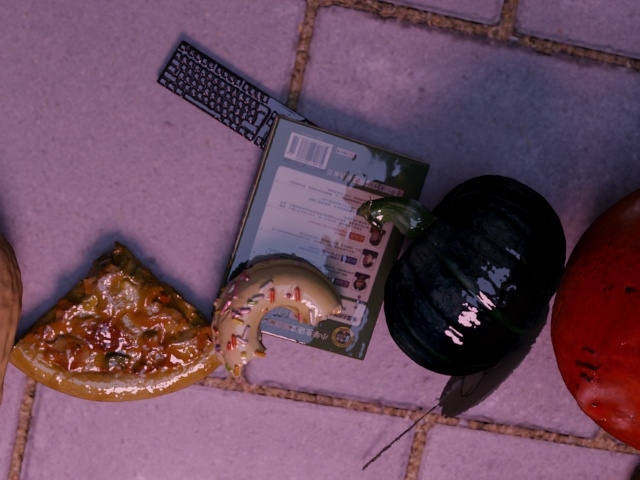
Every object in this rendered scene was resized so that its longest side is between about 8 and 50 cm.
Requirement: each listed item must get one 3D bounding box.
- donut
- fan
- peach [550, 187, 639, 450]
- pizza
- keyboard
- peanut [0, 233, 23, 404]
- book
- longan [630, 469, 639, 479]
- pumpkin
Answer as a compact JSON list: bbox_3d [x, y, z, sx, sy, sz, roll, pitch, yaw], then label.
[{"bbox_3d":[-0.060,0.081,1.352,0.166,0.065,0.108,-28,102,-7],"label":"donut"},{"bbox_3d":[0.159,0.186,1.393,0.009,0.191,0.329,43,114,-7],"label":"fan"},{"bbox_3d":[0.441,0.098,1.303,0.370,0.370,0.370,-1,98,-7],"label":"peach"},{"bbox_3d":[-0.241,0.102,1.372,0.292,0.058,0.197,4,97,-8],"label":"pizza"},{"bbox_3d":[-0.096,-0.163,1.376,0.204,0.013,0.061,32,94,-11],"label":"keyboard"},{"bbox_3d":[-0.429,0.100,1.301,0.174,0.158,0.340,19,93,34],"label":"peanut"},{"bbox_3d":[0.000,0.000,1.397,0.202,0.027,0.264,16,97,-12],"label":"book"},{"bbox_3d":[0.447,0.345,1.478,0.113,0.092,0.113,-5,110,-13],"label":"longan"},{"bbox_3d":[0.154,0.022,1.322,0.248,0.248,0.248,-1,98,-7],"label":"pumpkin"}]
